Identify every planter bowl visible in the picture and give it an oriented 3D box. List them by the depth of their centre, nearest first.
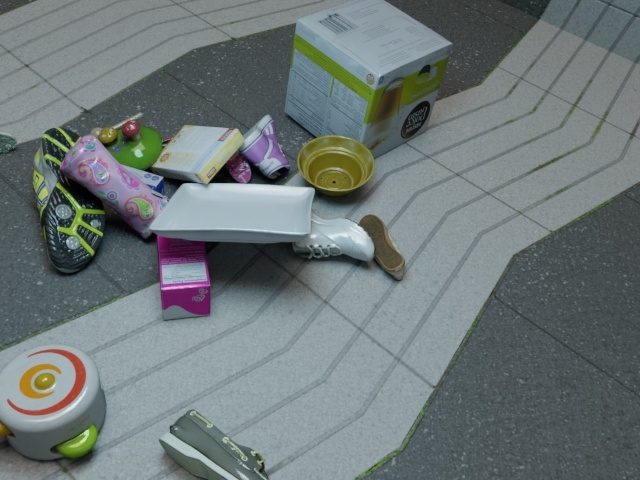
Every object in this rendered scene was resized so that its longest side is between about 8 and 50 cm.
[{"bbox_3d":[0.041,-0.190,1.848,0.217,0.090,0.217,2,51,-2],"label":"planter bowl"}]

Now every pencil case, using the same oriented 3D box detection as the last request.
[{"bbox_3d":[-0.490,-0.130,1.596,0.284,0.124,0.124,43,37,-28],"label":"pencil case"}]

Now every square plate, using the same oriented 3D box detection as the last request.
[{"bbox_3d":[-0.190,-0.065,1.547,0.346,0.049,0.344,2,21,1],"label":"square plate"}]

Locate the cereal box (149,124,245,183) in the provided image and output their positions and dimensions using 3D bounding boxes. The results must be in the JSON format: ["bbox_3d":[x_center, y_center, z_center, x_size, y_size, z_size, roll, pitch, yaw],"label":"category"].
[{"bbox_3d":[-0.339,-0.237,1.775,0.240,0.047,0.173,14,57,42],"label":"cereal box"}]

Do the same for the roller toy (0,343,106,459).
[{"bbox_3d":[-0.516,0.301,1.246,0.209,0.146,0.191,7,45,-1],"label":"roller toy"}]

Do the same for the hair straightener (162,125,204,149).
[{"bbox_3d":[-0.426,-0.272,1.893,0.230,0.047,0.089,-15,50,-22],"label":"hair straightener"}]

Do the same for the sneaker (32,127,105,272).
[{"bbox_3d":[-0.635,-0.088,1.633,0.145,0.147,0.385,8,57,-38],"label":"sneaker"}]

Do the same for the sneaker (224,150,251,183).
[{"bbox_3d":[-0.252,-0.228,1.868,0.063,0.075,0.170,-38,80,-7],"label":"sneaker"}]

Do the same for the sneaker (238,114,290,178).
[{"bbox_3d":[-0.154,-0.262,1.910,0.161,0.102,0.282,46,22,-15],"label":"sneaker"}]

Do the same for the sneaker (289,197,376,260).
[{"bbox_3d":[0.000,0.000,1.669,0.296,0.111,0.129,19,55,21],"label":"sneaker"}]

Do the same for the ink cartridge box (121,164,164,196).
[{"bbox_3d":[-0.513,-0.146,1.721,0.206,0.097,0.046,17,45,8],"label":"ink cartridge box"}]

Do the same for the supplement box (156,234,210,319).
[{"bbox_3d":[-0.323,0.064,1.534,0.113,0.111,0.220,-3,47,-13],"label":"supplement box"}]

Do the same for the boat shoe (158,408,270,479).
[{"bbox_3d":[-0.158,0.418,1.213,0.304,0.109,0.091,26,52,21],"label":"boat shoe"}]

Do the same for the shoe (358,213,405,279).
[{"bbox_3d":[0.159,0.017,1.701,0.076,0.058,0.219,-31,46,5],"label":"shoe"}]

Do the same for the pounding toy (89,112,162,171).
[{"bbox_3d":[-0.552,-0.291,1.814,0.182,0.110,0.237,-32,51,-10],"label":"pounding toy"}]

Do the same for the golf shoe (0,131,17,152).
[{"bbox_3d":[-0.936,-0.287,1.820,0.176,0.069,0.086,-2,40,-12],"label":"golf shoe"}]

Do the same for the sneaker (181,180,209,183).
[{"bbox_3d":[-0.334,-0.186,1.820,0.170,0.051,0.089,31,54,25],"label":"sneaker"}]

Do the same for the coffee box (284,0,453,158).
[{"bbox_3d":[0.135,-0.487,1.989,0.337,0.335,0.338,-30,59,-33],"label":"coffee box"}]
